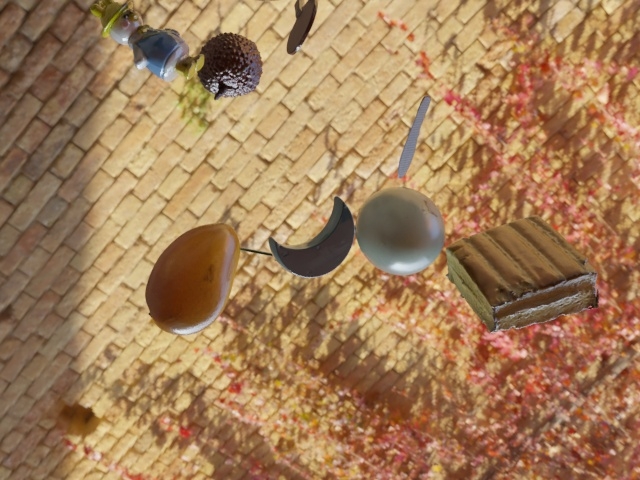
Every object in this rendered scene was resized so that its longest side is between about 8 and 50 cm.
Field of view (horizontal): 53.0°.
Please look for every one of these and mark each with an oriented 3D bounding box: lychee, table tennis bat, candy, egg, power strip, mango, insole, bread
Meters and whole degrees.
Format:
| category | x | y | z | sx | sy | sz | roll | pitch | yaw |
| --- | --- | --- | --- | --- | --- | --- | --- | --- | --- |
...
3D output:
| category | x | y | z | sx | sy | sz | roll | pitch | yaw |
| --- | --- | --- | --- | --- | --- | --- | --- | --- | --- |
| lychee | -0.226 | -0.424 | 1.594 | 0.165 | 0.165 | 0.197 | -21 | -122 | 50 |
| table tennis bat | -0.031 | -0.360 | 1.051 | 0.095 | 0.014 | 0.158 | -55 | -155 | 33 |
| candy | -0.117 | 0.046 | 1.806 | 0.084 | 0.287 | 0.078 | -70 | 165 | -47 |
| egg | 0.164 | -0.025 | 1.368 | 0.183 | 0.183 | 0.264 | -49 | -164 | 5 |
| power strip | 0.000 | 0.000 | 1.610 | 0.253 | 0.168 | 0.054 | -30 | -153 | -18 |
| mango | -0.222 | 0.064 | 1.140 | 0.219 | 0.145 | 0.112 | -61 | -170 | -8 |
| insole | 0.270 | -0.298 | 1.863 | 0.005 | 0.086 | 0.253 | 26 | -70 | 27 |
| bread | 0.410 | 0.072 | 1.336 | 0.239 | 0.111 | 0.246 | -18 | -147 | -8 |

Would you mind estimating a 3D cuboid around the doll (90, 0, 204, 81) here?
| category | x | y | z | sx | sy | sz | roll | pitch | yaw |
| --- | --- | --- | --- | --- | --- | --- | --- | --- | --- |
| doll | -0.360 | -0.412 | 1.321 | 0.135 | 0.241 | 0.099 | -56 | -171 | -12 |
